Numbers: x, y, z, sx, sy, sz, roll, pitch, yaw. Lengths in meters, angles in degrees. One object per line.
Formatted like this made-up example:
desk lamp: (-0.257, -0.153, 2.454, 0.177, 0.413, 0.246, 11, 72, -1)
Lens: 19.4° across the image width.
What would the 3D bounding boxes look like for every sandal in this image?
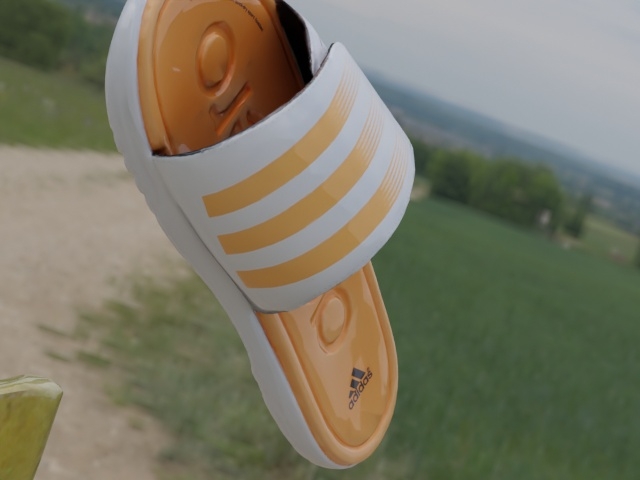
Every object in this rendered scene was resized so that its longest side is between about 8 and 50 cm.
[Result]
sandal: (0.005, -0.007, 0.723, 0.076, 0.102, 0.265, 6, -39, 31)

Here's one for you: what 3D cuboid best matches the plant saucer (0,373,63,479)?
plant saucer: (-0.259, 0.116, 0.351, 0.333, 0.081, 0.333, -14, 1, 45)
